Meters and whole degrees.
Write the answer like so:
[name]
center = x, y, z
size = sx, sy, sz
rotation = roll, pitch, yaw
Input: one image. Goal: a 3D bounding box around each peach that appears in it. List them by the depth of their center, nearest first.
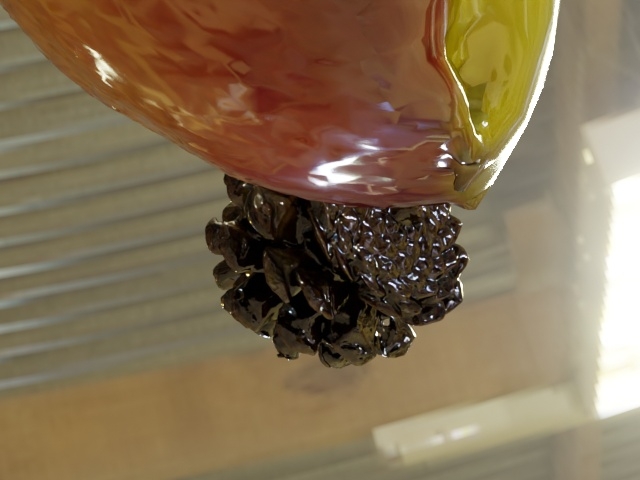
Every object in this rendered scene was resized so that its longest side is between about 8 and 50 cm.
[peach]
center = -0.007, -0.196, 0.514
size = 0.242, 0.306, 0.380
rotation = 23, -48, 4

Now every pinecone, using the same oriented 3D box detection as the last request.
[pinecone]
center = 0.002, 0.001, 1.000
size = 0.140, 0.140, 0.121
rotation = 13, -27, -36
